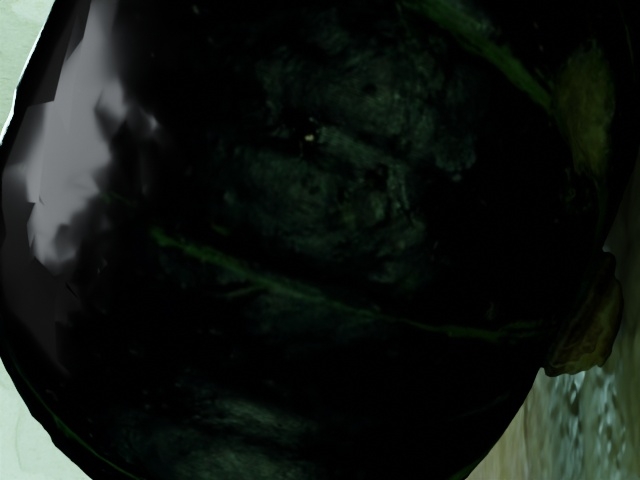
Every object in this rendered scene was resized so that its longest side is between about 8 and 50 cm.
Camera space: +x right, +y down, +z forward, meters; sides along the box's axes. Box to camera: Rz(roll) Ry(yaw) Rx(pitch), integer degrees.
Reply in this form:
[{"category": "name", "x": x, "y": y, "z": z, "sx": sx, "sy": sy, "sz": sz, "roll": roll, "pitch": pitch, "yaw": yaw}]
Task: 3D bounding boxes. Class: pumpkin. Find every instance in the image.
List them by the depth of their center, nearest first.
[{"category": "pumpkin", "x": 0.012, "y": -0.025, "z": 0.658, "sx": 0.315, "sy": 0.238, "sz": 0.315, "roll": 23, "pitch": -90, "yaw": -86}]
